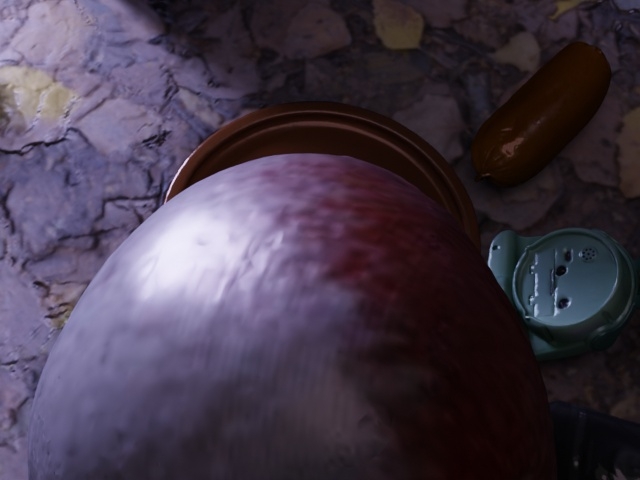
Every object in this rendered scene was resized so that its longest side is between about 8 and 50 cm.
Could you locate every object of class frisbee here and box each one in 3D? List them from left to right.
[{"bbox_3d":[0.000,0.000,1.027,0.251,0.021,0.250,2,64,-4],"label":"frisbee"}]

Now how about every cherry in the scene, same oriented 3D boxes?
[{"bbox_3d":[-0.028,0.110,0.829,0.326,0.291,0.335,-32,52,9],"label":"cherry"}]

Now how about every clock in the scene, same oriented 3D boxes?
[{"bbox_3d":[0.191,0.034,0.986,0.135,0.041,0.101,-10,58,24],"label":"clock"}]

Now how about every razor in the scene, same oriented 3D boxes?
[{"bbox_3d":[0.217,0.171,0.943,0.148,0.054,0.090,14,63,0],"label":"razor"}]

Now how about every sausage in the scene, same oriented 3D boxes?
[{"bbox_3d":[0.186,-0.104,1.080,0.183,0.054,0.062,-42,102,-25],"label":"sausage"}]
